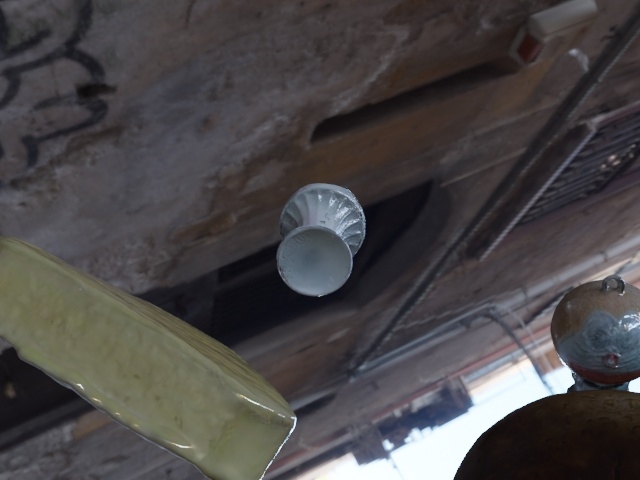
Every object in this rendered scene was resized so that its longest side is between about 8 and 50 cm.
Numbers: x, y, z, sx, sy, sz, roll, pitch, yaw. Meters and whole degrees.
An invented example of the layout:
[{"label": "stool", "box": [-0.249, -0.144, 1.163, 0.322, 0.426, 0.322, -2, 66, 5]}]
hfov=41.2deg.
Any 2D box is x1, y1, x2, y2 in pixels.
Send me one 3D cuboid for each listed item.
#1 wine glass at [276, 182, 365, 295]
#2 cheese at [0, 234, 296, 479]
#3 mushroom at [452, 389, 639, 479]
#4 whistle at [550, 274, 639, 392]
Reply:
[{"label": "wine glass", "box": [0.000, 0.000, 1.498, 0.196, 0.165, 0.164, -83, 159, -69]}, {"label": "cheese", "box": [-0.174, 0.146, 0.938, 0.384, 0.104, 0.384, 31, -5, 3]}, {"label": "mushroom", "box": [0.288, 0.284, 0.788, 0.345, 0.345, 0.239, 59, -6, 23]}, {"label": "whistle", "box": [0.474, 0.207, 1.422, 0.189, 0.189, 0.347, 44, -32, 49]}]
